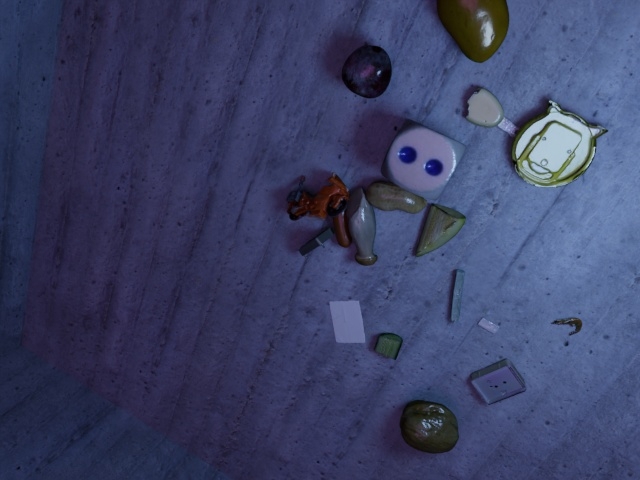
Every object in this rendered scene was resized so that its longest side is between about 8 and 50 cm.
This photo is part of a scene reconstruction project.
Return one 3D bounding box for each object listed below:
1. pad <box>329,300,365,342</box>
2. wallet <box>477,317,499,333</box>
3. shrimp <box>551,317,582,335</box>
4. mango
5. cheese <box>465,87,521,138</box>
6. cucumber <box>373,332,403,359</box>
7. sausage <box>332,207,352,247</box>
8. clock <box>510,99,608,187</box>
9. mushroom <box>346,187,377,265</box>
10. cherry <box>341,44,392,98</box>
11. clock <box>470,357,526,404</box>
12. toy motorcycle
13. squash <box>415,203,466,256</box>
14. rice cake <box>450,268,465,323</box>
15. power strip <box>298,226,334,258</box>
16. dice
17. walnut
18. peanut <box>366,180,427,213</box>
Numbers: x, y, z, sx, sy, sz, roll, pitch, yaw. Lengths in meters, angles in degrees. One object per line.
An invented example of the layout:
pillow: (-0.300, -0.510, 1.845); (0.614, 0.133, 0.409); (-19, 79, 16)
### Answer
pad: (0.132, 0.400, 2.143); (0.157, 0.004, 0.231); (-4, 106, 20)
wallet: (0.738, 0.375, 1.923); (0.083, 0.011, 0.044); (30, 114, 8)
shrimp: (1.023, 0.359, 1.815); (0.115, 0.023, 0.083); (-7, 108, 17)
mango: (0.534, -0.785, 1.521); (0.212, 0.173, 0.317); (-24, 105, 25)
cheese: (0.658, -0.458, 1.649); (0.256, 0.050, 0.127); (38, 115, 4)
cucumber: (0.325, 0.495, 2.077); (0.117, 0.062, 0.115); (22, 112, 19)
sausage: (0.098, -0.062, 1.962); (0.077, 0.076, 0.197); (-5, 107, 20)
clock: (0.854, -0.339, 1.611); (0.277, 0.071, 0.293); (35, 115, 1)
mushroom: (0.183, -0.054, 1.911); (0.129, 0.128, 0.349); (-1, 111, 19)
cherry: (0.181, -0.651, 1.680); (0.195, 0.195, 0.194); (6, 109, 17)
clock: (0.792, 0.630, 1.956); (0.192, 0.071, 0.146); (-35, 94, 25)
toy motorcycle: (-0.003, -0.184, 1.899); (0.326, 0.221, 0.148); (-3, 145, 38)
squash: (0.505, -0.007, 1.822); (0.169, 0.093, 0.251); (43, 126, 52)
rice cake: (0.596, 0.244, 1.909); (0.042, 0.045, 0.244); (5, 109, 14)
power strip: (0.000, 0.000, 1.978); (0.061, 0.145, 0.216); (53, 152, -3)
dice: (0.392, -0.310, 1.680); (0.252, 0.259, 0.242); (28, 112, 10)
walnut: (0.511, 0.868, 2.050); (0.284, 0.227, 0.282); (5, 119, 9)
peanut: (0.317, -0.178, 1.825); (0.254, 0.122, 0.137); (9, 152, 15)
